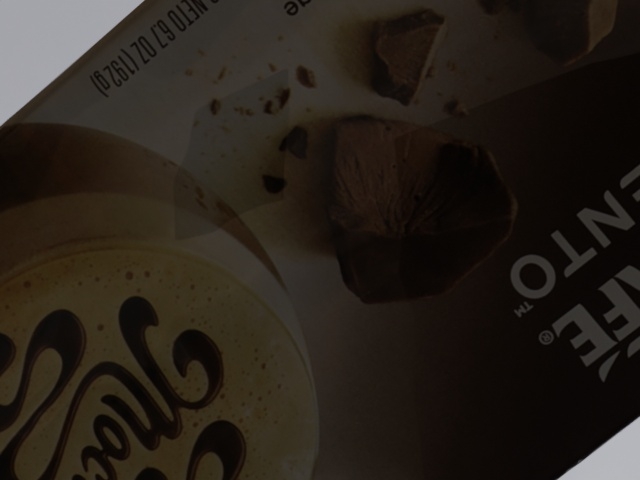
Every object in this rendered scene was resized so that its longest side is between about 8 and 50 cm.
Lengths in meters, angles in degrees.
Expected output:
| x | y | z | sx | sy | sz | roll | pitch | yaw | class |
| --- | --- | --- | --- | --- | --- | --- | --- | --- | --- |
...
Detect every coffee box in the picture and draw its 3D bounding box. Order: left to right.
| x | y | z | sx | sy | sz | roll | pitch | yaw | class |
| --- | --- | --- | --- | --- | --- | --- | --- | --- | --- |
| 0.000 | 0.000 | 0.513 | 0.297 | 0.168 | 0.119 | -39 | -173 | 12 | coffee box |
